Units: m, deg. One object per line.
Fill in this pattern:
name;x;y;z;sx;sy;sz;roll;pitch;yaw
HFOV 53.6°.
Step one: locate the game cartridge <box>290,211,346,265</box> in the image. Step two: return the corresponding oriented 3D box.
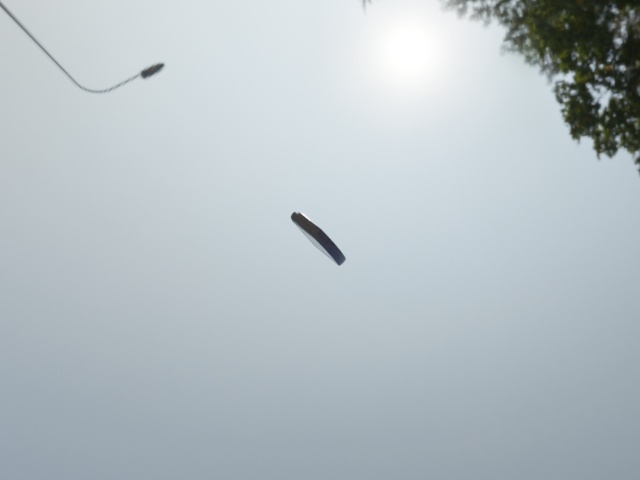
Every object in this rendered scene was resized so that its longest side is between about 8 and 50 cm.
game cartridge;0.000;0.000;0.756;0.056;0.083;0.017;34;-98;35
